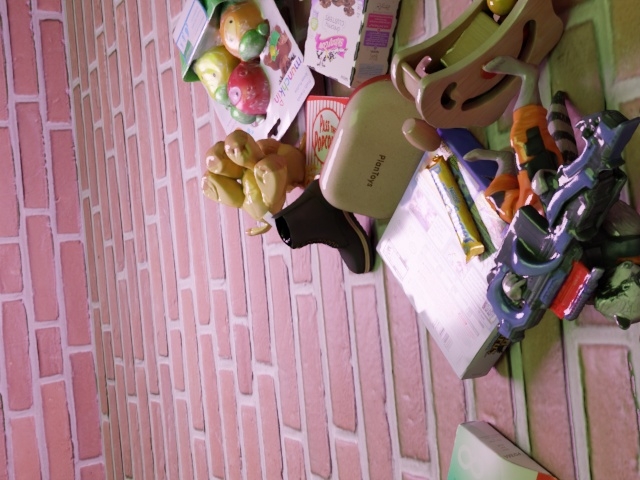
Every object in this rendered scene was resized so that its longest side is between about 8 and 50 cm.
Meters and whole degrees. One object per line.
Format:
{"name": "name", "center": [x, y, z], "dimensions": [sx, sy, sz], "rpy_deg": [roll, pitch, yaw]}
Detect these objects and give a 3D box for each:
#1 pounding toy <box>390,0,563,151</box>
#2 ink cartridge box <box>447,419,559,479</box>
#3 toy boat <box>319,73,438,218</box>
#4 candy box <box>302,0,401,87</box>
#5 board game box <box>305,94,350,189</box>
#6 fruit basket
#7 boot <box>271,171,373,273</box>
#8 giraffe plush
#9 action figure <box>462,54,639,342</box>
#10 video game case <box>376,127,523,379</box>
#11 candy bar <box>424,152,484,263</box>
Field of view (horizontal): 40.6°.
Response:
{"name": "pounding toy", "center": [0.167, -0.243, 1.120], "dimensions": [0.269, 0.154, 0.155], "rpy_deg": [-54, 47, 23]}
{"name": "ink cartridge box", "center": [0.261, 0.383, 1.195], "dimensions": [0.225, 0.056, 0.180], "rpy_deg": [37, 125, 53]}
{"name": "toy boat", "center": [0.091, -0.157, 1.349], "dimensions": [0.151, 0.151, 0.231], "rpy_deg": [-86, 14, -53]}
{"name": "candy box", "center": [0.051, -0.364, 1.422], "dimensions": [0.165, 0.070, 0.196], "rpy_deg": [38, 124, 51]}
{"name": "board game box", "center": [0.029, -0.155, 1.511], "dimensions": [0.147, 0.045, 0.193], "rpy_deg": [17, 108, 57]}
{"name": "fruit basket", "center": [-0.157, -0.337, 1.679], "dimensions": [0.327, 0.166, 0.353], "rpy_deg": [-50, 53, 49]}
{"name": "boot", "center": [0.000, 0.000, 1.432], "dimensions": [0.077, 0.137, 0.197], "rpy_deg": [7, 129, 52]}
{"name": "giraffe plush", "center": [-0.090, -0.127, 1.582], "dimensions": [0.181, 0.170, 0.210], "rpy_deg": [-29, 106, 43]}
{"name": "action figure", "center": [0.286, -0.058, 0.958], "dimensions": [0.341, 0.179, 0.330], "rpy_deg": [111, 143, -53]}
{"name": "video game case", "center": [0.204, 0.016, 1.228], "dimensions": [0.269, 0.061, 0.244], "rpy_deg": [59, 140, 36]}
{"name": "candy bar", "center": [0.183, -0.046, 1.181], "dimensions": [0.040, 0.018, 0.161], "rpy_deg": [-49, 54, 49]}
